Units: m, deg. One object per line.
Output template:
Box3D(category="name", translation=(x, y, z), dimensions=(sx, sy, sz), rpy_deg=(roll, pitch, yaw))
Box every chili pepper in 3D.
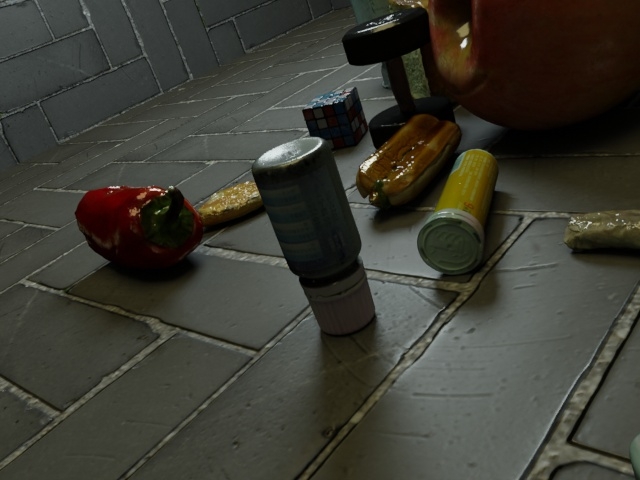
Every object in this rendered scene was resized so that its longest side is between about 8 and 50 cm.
Box3D(category="chili pepper", translation=(-0.250, -0.019, 0.970), dimensions=(0.134, 0.131, 0.338), rpy_deg=(-7, 8, -40))

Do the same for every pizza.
Box3D(category="pizza", translation=(-0.141, -0.065, 1.100), dimensions=(0.160, 0.036, 0.099), rpy_deg=(-23, 25, -9))

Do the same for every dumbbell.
Box3D(category="dumbbell", translation=(0.138, -0.278, 1.111), dimensions=(0.152, 0.218, 0.152), rpy_deg=(-17, 24, 8))

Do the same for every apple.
Box3D(category="apple", translation=(0.344, -0.343, 0.946), dimensions=(0.363, 0.364, 0.364), rpy_deg=(-16, 25, 8))

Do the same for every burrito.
Box3D(category="burrito", translation=(0.327, -0.011, 0.634), dimensions=(0.171, 0.042, 0.051), rpy_deg=(3, 43, 43))

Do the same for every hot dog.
Box3D(category="hot dog", translation=(0.133, -0.115, 0.964), dimensions=(0.104, 0.076, 0.250), rpy_deg=(17, 43, 24))

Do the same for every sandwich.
Box3D(category="sandwich", translation=(0.206, -0.381, 1.278), dimensions=(0.065, 0.215, 0.186), rpy_deg=(-20, 25, -4))

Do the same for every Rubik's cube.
Box3D(category="Rubik's cube", translation=(0.030, -0.240, 1.264), dimensions=(0.092, 0.092, 0.092), rpy_deg=(-8, 27, 25))

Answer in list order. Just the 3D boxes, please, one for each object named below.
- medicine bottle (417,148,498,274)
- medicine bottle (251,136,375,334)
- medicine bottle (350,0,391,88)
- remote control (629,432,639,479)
Box3D(category="medicine bottle", translation=(0.177, -0.045, 0.781), dimensions=(0.073, 0.074, 0.218), rpy_deg=(-7, 26, 26))
Box3D(category="medicine bottle", translation=(0.000, 0.000, 0.658), dimensions=(0.083, 0.203, 0.083), rpy_deg=(-17, 23, 8))
Box3D(category="medicine bottle", translation=(0.203, -0.527, 1.497), dimensions=(0.244, 0.290, 0.245), rpy_deg=(-15, 26, 8))
Box3D(category="remote control", translation=(0.326, 0.103, 0.342), dimensions=(0.296, 0.056, 0.140), rpy_deg=(-17, -1, 5))
